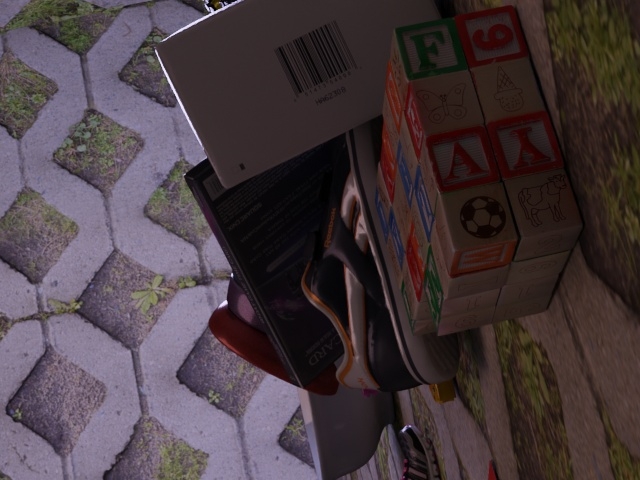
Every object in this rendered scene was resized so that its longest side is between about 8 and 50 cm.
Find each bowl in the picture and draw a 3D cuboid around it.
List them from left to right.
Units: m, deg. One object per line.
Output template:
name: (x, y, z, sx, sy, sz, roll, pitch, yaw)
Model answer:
bowl: (0.035, 0.228, 2.252, 0.298, 0.134, 0.297, 168, 90, -85)

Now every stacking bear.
stacking bear: (0.000, 0.000, 1.645, 0.175, 0.164, 0.289, -94, 28, -75)

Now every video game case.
video game case: (-0.007, -0.010, 1.499, 0.026, 0.196, 0.274, 18, 140, 50)

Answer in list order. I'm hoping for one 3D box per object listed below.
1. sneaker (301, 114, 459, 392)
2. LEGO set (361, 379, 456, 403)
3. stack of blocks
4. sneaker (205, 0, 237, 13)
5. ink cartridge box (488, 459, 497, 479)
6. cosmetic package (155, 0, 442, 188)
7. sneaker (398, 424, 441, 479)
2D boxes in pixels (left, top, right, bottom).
sneaker: (0.040, -0.006, 1.440, 0.126, 0.127, 0.321, 14, -117, -58)
LEGO set: (0.101, 0.138, 1.596, 0.227, 0.087, 0.093, 139, 119, -78)
stack of blocks: (0.108, -0.021, 1.090, 0.297, 0.087, 0.171, 91, 166, -68)
sneaker: (-0.047, -0.287, 2.118, 0.134, 0.146, 0.343, 35, 155, 53)
ink cartridge box: (0.172, 0.357, 1.480, 0.224, 0.056, 0.181, 82, 174, -53)
cosmetic package: (-0.019, -0.161, 1.283, 0.138, 0.224, 0.225, 64, 177, -8)
sneaker: (0.117, 0.321, 1.867, 0.063, 0.075, 0.170, 90, 168, -67)
